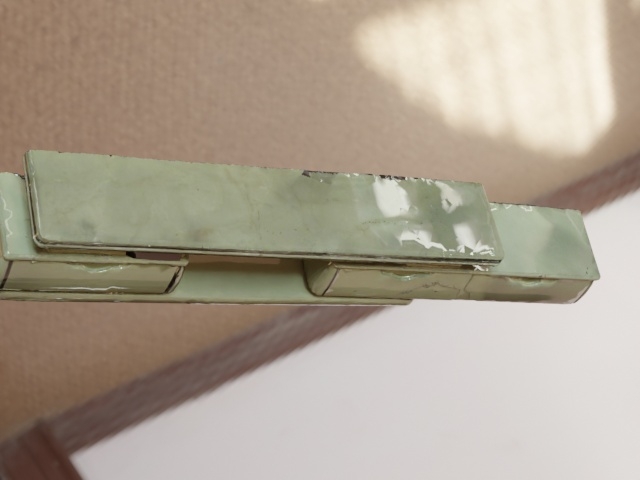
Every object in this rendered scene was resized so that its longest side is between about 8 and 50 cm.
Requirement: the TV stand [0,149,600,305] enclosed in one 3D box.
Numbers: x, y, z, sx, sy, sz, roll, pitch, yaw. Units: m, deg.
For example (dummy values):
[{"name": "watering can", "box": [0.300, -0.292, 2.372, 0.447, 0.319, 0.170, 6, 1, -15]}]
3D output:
[{"name": "TV stand", "box": [0.000, 0.000, 0.533, 0.249, 0.036, 0.042, 3, 147, -28]}]
